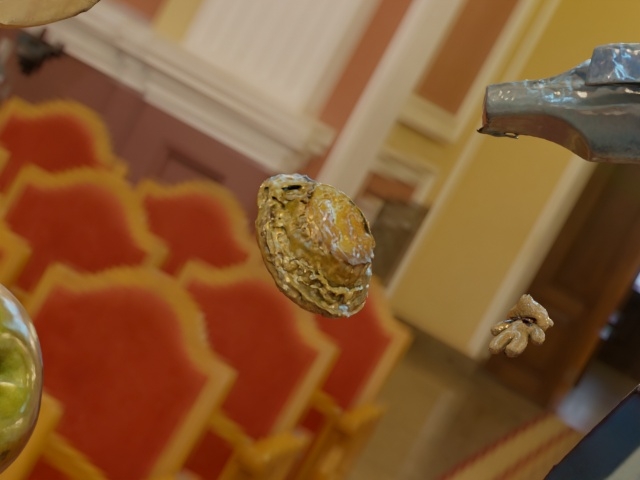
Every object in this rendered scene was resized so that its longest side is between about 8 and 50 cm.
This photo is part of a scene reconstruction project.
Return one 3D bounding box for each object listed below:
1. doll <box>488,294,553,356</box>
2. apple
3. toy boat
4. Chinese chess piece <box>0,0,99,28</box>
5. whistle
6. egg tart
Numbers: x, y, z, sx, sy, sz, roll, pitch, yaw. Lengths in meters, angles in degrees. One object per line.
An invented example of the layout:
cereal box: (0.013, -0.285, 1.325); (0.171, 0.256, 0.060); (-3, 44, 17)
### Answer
doll: (0.220, 0.102, 2.050); (0.061, 0.093, 0.051); (10, -40, 25)
apple: (-0.310, 0.107, 1.472); (0.196, 0.196, 0.196); (28, 5, -3)
toy boat: (0.195, 0.171, 1.302); (0.062, 0.096, 0.299); (50, -29, 13)
Chinese chess piece: (-0.243, -0.293, 1.480); (0.251, 0.251, 0.097); (23, 3, -45)
whistle: (0.248, -0.099, 1.337); (0.269, 0.093, 0.180); (1, -8, 0)
egg tart: (0.000, 0.000, 1.463); (0.130, 0.052, 0.130); (30, 43, -33)
